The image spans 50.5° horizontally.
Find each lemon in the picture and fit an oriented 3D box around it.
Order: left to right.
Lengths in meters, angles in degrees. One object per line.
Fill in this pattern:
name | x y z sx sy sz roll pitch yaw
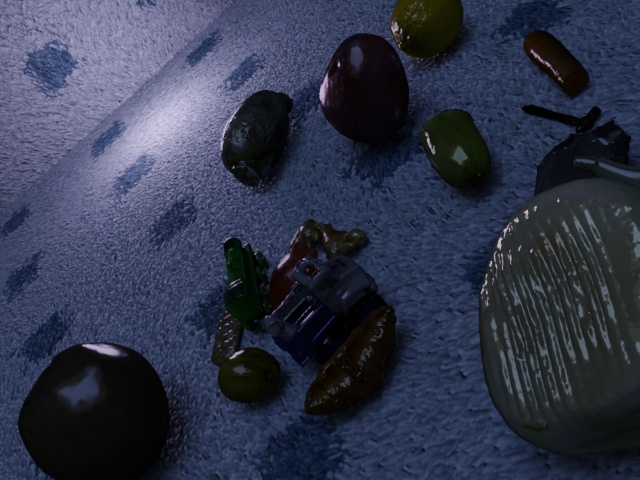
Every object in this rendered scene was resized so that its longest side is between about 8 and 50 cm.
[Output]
lemon | 0.265 -0.554 1.706 0.193 0.181 0.180 -27 35 -7

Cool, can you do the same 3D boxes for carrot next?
carrot | 0.485 -0.378 1.412 0.067 0.067 0.225 -31 38 14

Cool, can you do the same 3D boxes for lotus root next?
lotus root | -0.172 -0.300 1.853 0.174 0.175 0.350 -14 40 33

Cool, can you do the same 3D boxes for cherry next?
cherry | 0.105 -0.345 1.599 0.212 0.286 0.236 -17 41 -29

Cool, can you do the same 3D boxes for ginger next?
ginger | 0.000 0.000 1.472 0.193 0.052 0.176 -34 41 11

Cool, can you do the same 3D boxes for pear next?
pear | -0.137 0.255 1.285 0.131 0.107 0.107 -16 42 43

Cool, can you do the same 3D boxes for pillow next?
pillow | 0.431 -0.068 1.107 0.161 0.093 0.335 -12 44 30

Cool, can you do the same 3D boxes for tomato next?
tomato | -0.064 0.075 1.379 0.155 0.069 0.156 -157 90 -82

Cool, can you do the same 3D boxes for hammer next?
hammer | 0.465 -0.247 1.332 0.065 0.021 0.178 -45 33 -6

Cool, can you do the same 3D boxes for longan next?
longan | -0.451 0.346 1.353 0.350 0.288 0.289 -24 37 40

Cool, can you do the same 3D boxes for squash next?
squash | 0.277 -0.167 1.340 0.123 0.123 0.187 -32 41 13

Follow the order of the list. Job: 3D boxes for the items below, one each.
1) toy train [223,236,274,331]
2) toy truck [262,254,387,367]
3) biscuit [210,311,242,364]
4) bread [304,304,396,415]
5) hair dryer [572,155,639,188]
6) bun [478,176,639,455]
toy train | -0.165 0.088 1.477 0.085 0.119 0.251 -34 37 12
toy truck | -0.003 0.118 1.244 0.213 0.177 0.161 -49 35 -10
biscuit | -0.201 0.206 1.469 0.071 0.018 0.147 -21 41 25
bread | 0.066 0.216 1.161 0.233 0.076 0.105 -52 31 -9
hair dryer | 0.508 -0.006 0.939 0.298 0.119 0.296 -3 63 27
bun | 0.361 0.105 0.880 0.361 0.213 0.361 -34 48 49
